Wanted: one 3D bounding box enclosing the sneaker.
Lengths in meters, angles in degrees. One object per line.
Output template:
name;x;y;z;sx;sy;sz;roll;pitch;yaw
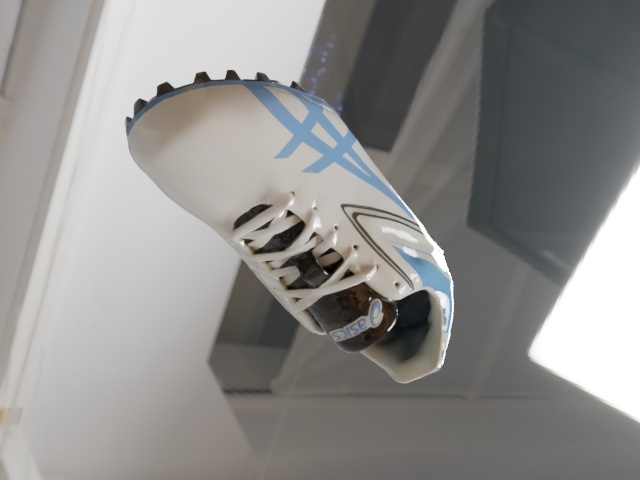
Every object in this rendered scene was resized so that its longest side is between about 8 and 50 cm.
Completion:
sneaker;0.000;0.000;0.489;0.237;0.085;0.086;38;-151;-46
